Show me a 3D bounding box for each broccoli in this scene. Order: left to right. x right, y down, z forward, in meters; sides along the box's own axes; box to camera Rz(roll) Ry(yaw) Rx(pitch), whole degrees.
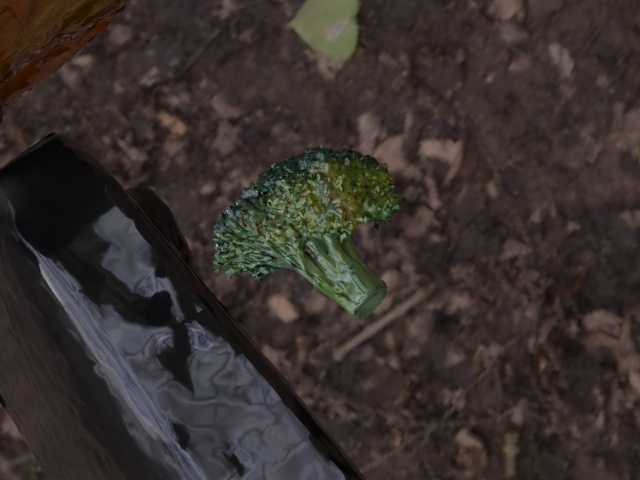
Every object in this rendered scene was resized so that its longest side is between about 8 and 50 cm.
[{"bbox_3d":[0.000,0.000,1.498,0.194,0.219,0.194,49,167,15],"label":"broccoli"}]

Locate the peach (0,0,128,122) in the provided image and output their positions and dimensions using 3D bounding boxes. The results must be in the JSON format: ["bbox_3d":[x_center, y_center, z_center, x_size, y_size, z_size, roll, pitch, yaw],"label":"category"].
[{"bbox_3d":[-0.197,-0.170,0.381,0.339,0.416,0.353,4,88,13],"label":"peach"}]

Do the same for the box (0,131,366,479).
[{"bbox_3d":[-0.040,0.141,0.641,0.359,0.091,0.350,53,160,3],"label":"box"}]

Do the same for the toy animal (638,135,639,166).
[{"bbox_3d":[0.259,-0.087,0.852,0.070,0.159,0.083,33,162,22],"label":"toy animal"}]
